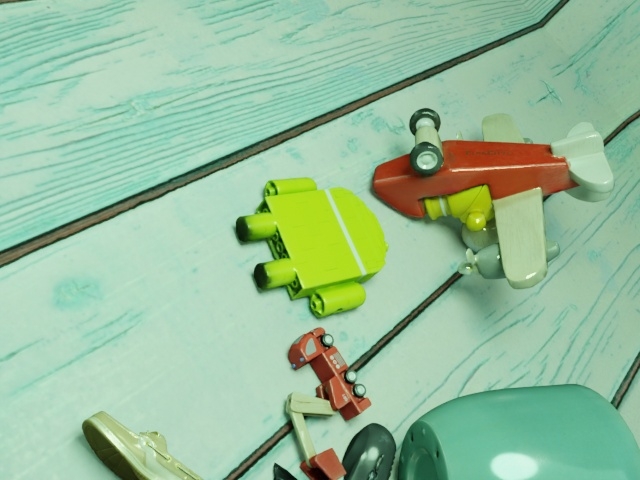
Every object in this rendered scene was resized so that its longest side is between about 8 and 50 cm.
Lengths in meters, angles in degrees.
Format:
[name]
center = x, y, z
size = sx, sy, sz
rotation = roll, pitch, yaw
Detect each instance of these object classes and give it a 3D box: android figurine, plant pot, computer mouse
[android figurine]
center = 0.000, 0.000, 1.040
size = 0.272, 0.056, 0.248
rotation = -12, 68, -37
[plant pot]
center = 0.241, 0.335, 0.841
size = 0.235, 0.293, 0.293
rotation = 6, 57, -13
[computer mouse]
center = 0.054, 0.357, 0.858
size = 0.071, 0.041, 0.242
rotation = 33, 49, -12

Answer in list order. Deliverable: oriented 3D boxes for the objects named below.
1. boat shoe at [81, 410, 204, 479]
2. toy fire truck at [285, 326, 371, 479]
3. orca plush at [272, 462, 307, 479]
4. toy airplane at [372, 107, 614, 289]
[boat shoe]
center = -0.204, 0.256, 0.743
size = 0.170, 0.063, 0.059
rotation = 48, 44, -10
[toy fire truck]
center = -0.002, 0.231, 0.897
size = 0.135, 0.047, 0.192
rotation = -25, 76, -39
[orca plush]
center = -0.088, 0.370, 0.714
size = 0.287, 0.102, 0.151
rotation = -24, 76, -41
[toy airplane]
center = 0.343, -0.091, 1.180
size = 0.386, 0.272, 0.384
rotation = -29, 47, -28
